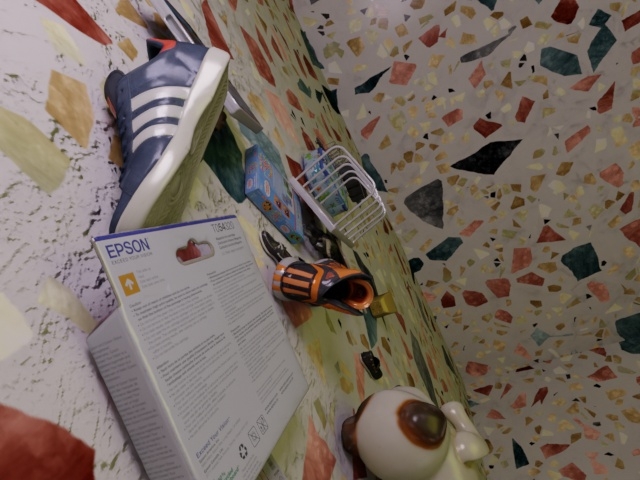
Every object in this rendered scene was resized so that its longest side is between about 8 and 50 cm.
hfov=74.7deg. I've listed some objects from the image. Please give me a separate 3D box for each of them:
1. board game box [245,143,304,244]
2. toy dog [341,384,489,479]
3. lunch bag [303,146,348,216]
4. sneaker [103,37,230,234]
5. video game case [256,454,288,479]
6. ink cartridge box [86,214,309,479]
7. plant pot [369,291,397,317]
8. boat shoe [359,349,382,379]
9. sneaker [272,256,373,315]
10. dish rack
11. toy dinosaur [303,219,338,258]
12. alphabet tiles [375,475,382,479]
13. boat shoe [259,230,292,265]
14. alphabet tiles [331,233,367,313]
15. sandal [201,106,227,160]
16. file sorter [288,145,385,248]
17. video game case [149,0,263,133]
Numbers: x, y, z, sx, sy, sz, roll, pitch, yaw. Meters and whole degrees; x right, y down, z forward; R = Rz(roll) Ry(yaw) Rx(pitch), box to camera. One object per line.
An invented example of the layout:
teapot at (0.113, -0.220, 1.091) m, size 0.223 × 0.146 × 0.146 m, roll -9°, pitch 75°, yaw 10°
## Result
board game box at (-0.111, -0.111, 1.035) m, size 0.211 × 0.039 × 0.160 m, roll 51°, pitch 23°, yaw -45°
toy dog at (0.211, 0.512, 0.910) m, size 0.395 × 0.285 × 0.407 m, roll -30°, pitch 94°, yaw -50°
lunch bag at (0.019, -0.206, 1.466) m, size 0.219 × 0.090 × 0.176 m, roll 58°, pitch 15°, yaw -32°
sneaker at (-0.242, -0.146, 0.583) m, size 0.131 × 0.148 × 0.349 m, roll 120°, pitch -16°, yaw -58°
video game case at (-0.082, 0.340, 0.550) m, size 0.087 × 0.011 × 0.122 m, roll 55°, pitch 22°, yaw 10°
ink cartridge box at (-0.146, 0.137, 0.572) m, size 0.329 × 0.072 × 0.324 m, roll 66°, pitch 16°, yaw 0°
plant pot at (0.221, 0.242, 1.542) m, size 0.083 × 0.082 × 0.081 m, roll -2°, pitch 70°, yaw -59°
boat shoe at (0.160, 0.374, 1.252) m, size 0.133 × 0.042 × 0.048 m, roll 57°, pitch 18°, yaw -36°
sneaker at (0.043, 0.113, 0.942) m, size 0.321 × 0.180 × 0.124 m, roll 6°, pitch 95°, yaw -64°
dish rack at (0.075, -0.286, 1.628) m, size 0.271 × 0.074 × 0.208 m, roll 59°, pitch -2°, yaw 37°
toy dinosaur at (0.000, 0.000, 1.143) m, size 0.118 × 0.064 × 0.268 m, roll 41°, pitch 1°, yaw 5°
alphabet tiles at (0.201, 0.643, 1.093) m, size 0.285 × 0.011 × 0.342 m, roll 54°, pitch 22°, yaw -37°
boat shoe at (-0.091, 0.025, 0.927) m, size 0.125 × 0.038 × 0.046 m, roll 60°, pitch 19°, yaw -25°
alphabet tiles at (0.079, 0.082, 1.281) m, size 0.198 × 0.009 × 0.237 m, roll -116°, pitch -176°, yaw -69°
sandal at (-0.224, -0.253, 0.785) m, size 0.120 × 0.086 × 0.302 m, roll 55°, pitch 21°, yaw -35°
file sorter at (0.068, -0.121, 1.225) m, size 0.192 × 0.173 × 0.278 m, roll 52°, pitch 5°, yaw 17°
video game case at (-0.226, -0.353, 0.847) m, size 0.285 × 0.025 × 0.204 m, roll 55°, pitch 6°, yaw -1°
